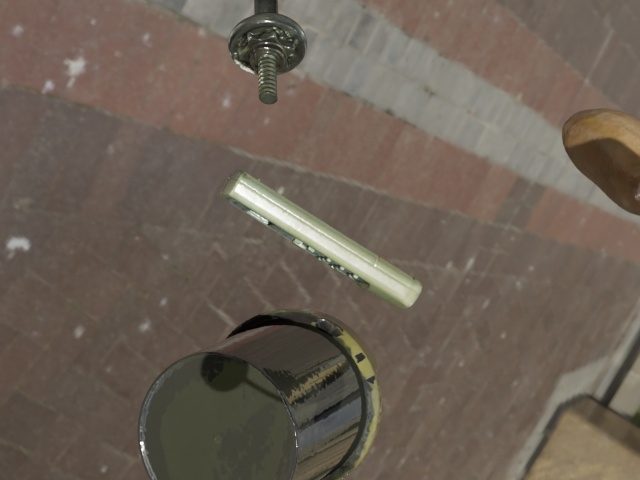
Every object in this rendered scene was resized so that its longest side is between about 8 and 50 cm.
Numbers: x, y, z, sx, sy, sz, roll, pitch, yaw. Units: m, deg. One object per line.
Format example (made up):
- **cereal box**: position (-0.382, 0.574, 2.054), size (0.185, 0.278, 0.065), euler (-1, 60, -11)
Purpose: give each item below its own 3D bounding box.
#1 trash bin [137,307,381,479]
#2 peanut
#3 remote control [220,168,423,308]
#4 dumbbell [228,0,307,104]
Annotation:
- **trash bin**: position (-0.048, 0.188, 1.227), size (0.214, 0.214, 0.334), euler (-63, 167, 10)
- **peanut**: position (0.288, -0.079, 1.042), size (0.076, 0.152, 0.076), euler (-19, 135, -21)
- **remote control**: position (0.000, 0.000, 1.160), size (0.038, 0.233, 0.098), euler (-58, -171, -6)
- **dumbbell**: position (-0.055, -0.237, 1.104), size (0.110, 0.110, 0.254), euler (82, 4, -54)
